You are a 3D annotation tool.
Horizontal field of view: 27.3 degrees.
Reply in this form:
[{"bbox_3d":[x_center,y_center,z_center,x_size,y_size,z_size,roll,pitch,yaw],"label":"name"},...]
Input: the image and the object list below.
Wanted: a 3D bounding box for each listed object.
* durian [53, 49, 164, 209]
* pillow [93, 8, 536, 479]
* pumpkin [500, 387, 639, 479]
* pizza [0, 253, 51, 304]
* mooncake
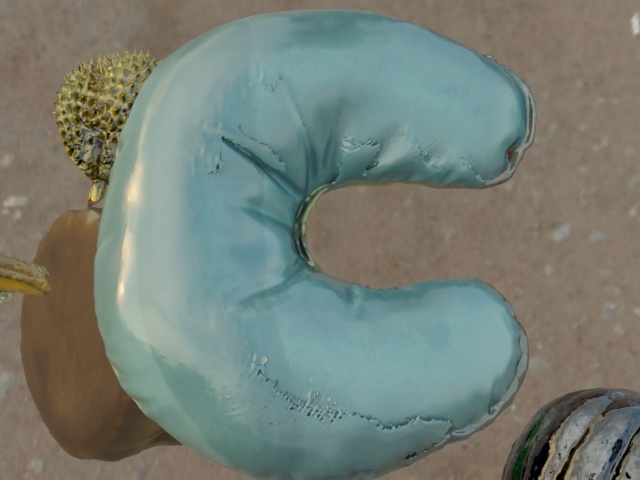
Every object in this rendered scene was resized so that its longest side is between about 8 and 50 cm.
[{"bbox_3d":[-0.255,-0.159,1.796,0.193,0.137,0.237,35,54,-41],"label":"durian"},{"bbox_3d":[0.000,0.000,0.634,0.214,0.086,0.233,3,74,-4],"label":"pillow"},{"bbox_3d":[0.390,0.328,1.549,0.363,0.363,0.266,26,81,9],"label":"pumpkin"},{"bbox_3d":[-0.353,0.039,1.195,0.184,0.176,0.036,14,67,-25],"label":"pizza"},{"bbox_3d":[-0.241,0.116,1.686,0.187,0.324,0.324,0,49,-40],"label":"mooncake"}]
